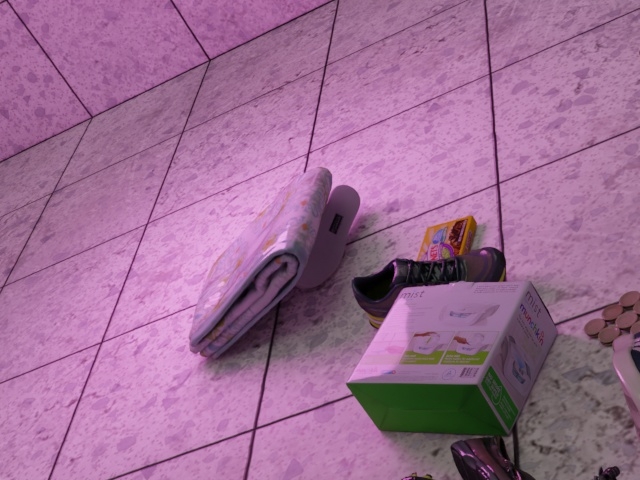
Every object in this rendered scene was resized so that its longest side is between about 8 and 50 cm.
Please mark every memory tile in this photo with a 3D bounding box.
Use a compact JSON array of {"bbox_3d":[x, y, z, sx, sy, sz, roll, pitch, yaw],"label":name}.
[{"bbox_3d":[0.490,0.133,1.778,0.113,0.012,0.148,-37,27,-8],"label":"memory tile"}]

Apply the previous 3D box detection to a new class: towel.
[{"bbox_3d":[-0.127,0.043,2.358,0.374,0.090,0.320,-43,19,33],"label":"towel"}]

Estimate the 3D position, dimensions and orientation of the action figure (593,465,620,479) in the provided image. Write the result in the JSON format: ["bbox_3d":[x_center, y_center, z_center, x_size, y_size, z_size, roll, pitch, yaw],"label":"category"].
[{"bbox_3d":[0.401,0.353,1.431,0.285,0.099,0.185,-25,34,22],"label":"action figure"}]

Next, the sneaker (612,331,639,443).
[{"bbox_3d":[0.473,0.178,1.507,0.148,0.131,0.350,-18,7,15],"label":"sneaker"}]

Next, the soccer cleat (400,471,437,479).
[{"bbox_3d":[0.112,0.394,1.714,0.179,0.060,0.072,-19,40,38],"label":"soccer cleat"}]

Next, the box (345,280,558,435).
[{"bbox_3d":[0.213,0.187,1.858,0.262,0.126,0.231,-7,37,41],"label":"box"}]

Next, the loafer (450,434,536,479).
[{"bbox_3d":[0.262,0.335,1.596,0.084,0.096,0.267,-22,18,-8],"label":"loafer"}]

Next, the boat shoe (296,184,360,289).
[{"bbox_3d":[0.000,0.000,2.426,0.088,0.096,0.267,-46,20,59],"label":"boat shoe"}]

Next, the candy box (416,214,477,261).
[{"bbox_3d":[0.232,0.034,2.189,0.105,0.027,0.206,-18,31,32],"label":"candy box"}]

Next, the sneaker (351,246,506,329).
[{"bbox_3d":[0.189,0.078,2.039,0.300,0.121,0.111,-22,53,26],"label":"sneaker"}]
